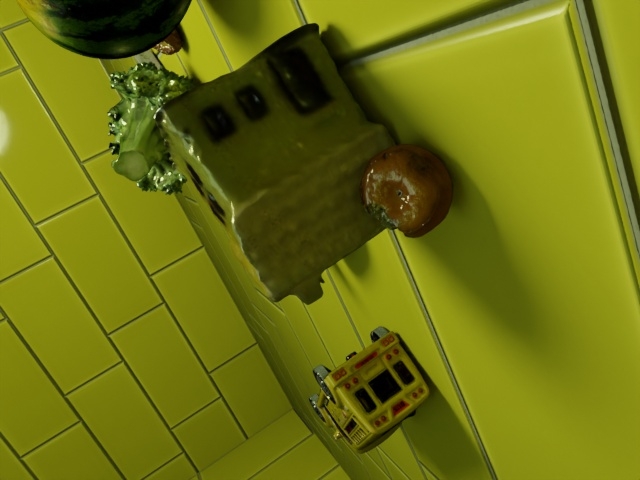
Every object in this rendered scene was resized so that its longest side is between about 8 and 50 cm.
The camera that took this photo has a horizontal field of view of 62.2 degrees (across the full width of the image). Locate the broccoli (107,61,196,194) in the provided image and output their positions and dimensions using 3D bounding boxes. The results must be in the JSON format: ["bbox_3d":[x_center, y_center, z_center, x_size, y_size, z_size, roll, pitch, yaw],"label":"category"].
[{"bbox_3d":[-0.343,-0.233,1.141,0.260,0.235,0.288,48,168,53],"label":"broccoli"}]

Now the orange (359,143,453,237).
[{"bbox_3d":[0.081,-0.048,0.486,0.086,0.062,0.086,8,107,27],"label":"orange"}]

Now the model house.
[{"bbox_3d":[-0.030,-0.063,0.570,0.234,0.193,0.175,57,164,0],"label":"model house"}]

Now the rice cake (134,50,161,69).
[{"bbox_3d":[-0.378,-0.357,1.340,0.298,0.050,0.106,53,162,21],"label":"rice cake"}]

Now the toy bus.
[{"bbox_3d":[0.077,0.279,0.934,0.151,0.145,0.331,52,162,20],"label":"toy bus"}]

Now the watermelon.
[{"bbox_3d":[-0.284,-0.370,0.681,0.269,0.269,0.269,52,163,24],"label":"watermelon"}]

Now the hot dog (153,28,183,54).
[{"bbox_3d":[-0.322,-0.428,1.021,0.099,0.065,0.147,10,128,57],"label":"hot dog"}]
